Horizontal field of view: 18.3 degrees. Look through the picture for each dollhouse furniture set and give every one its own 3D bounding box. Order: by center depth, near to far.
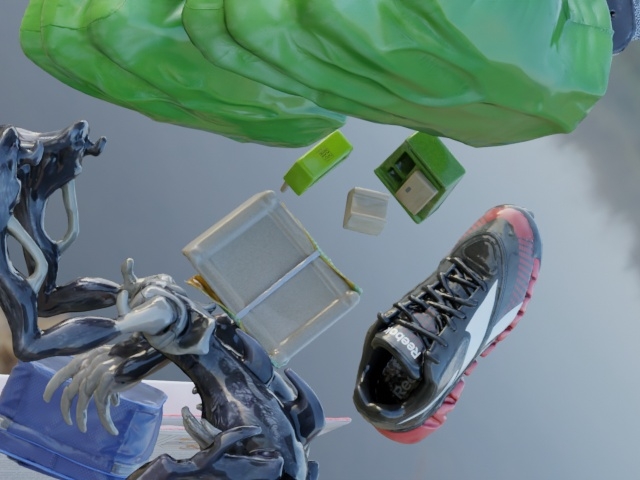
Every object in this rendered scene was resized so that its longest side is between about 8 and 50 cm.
[{"bbox_3d":[0.000,0.000,0.996,0.076,0.152,0.058,50,-22,4],"label":"dollhouse furniture set"}]

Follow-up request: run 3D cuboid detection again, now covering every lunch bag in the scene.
[{"bbox_3d":[-0.142,0.104,1.121,0.098,0.065,0.067,20,5,4],"label":"lunch bag"}]

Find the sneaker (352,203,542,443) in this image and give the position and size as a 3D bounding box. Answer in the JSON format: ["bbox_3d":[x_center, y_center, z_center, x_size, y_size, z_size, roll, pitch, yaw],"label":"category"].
[{"bbox_3d":[0.122,0.082,1.973,0.097,0.276,0.135,38,10,25],"label":"sneaker"}]

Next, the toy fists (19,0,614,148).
[{"bbox_3d":[-0.017,-0.097,0.822,0.142,0.279,0.096,13,85,-39],"label":"toy fists"}]

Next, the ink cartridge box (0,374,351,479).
[{"bbox_3d":[-0.168,0.136,1.496,0.296,0.261,0.066,5,69,-32],"label":"ink cartridge box"}]

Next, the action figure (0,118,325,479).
[{"bbox_3d":[-0.091,0.073,0.946,0.275,0.141,0.164,50,16,-11],"label":"action figure"}]

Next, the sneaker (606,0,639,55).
[{"bbox_3d":[0.133,-0.172,0.893,0.153,0.268,0.101,60,14,-5],"label":"sneaker"}]
